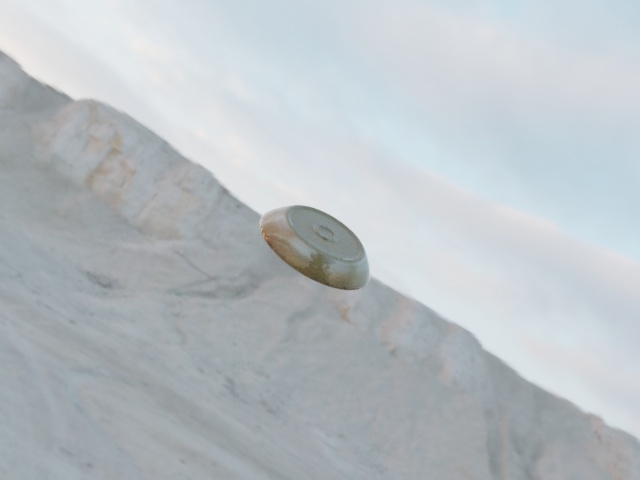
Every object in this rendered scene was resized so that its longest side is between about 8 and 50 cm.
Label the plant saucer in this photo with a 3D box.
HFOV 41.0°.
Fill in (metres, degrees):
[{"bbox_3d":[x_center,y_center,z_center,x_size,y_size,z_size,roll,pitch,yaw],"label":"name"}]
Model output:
[{"bbox_3d":[0.000,0.000,0.567,0.083,0.015,0.083,25,26,-13],"label":"plant saucer"}]
